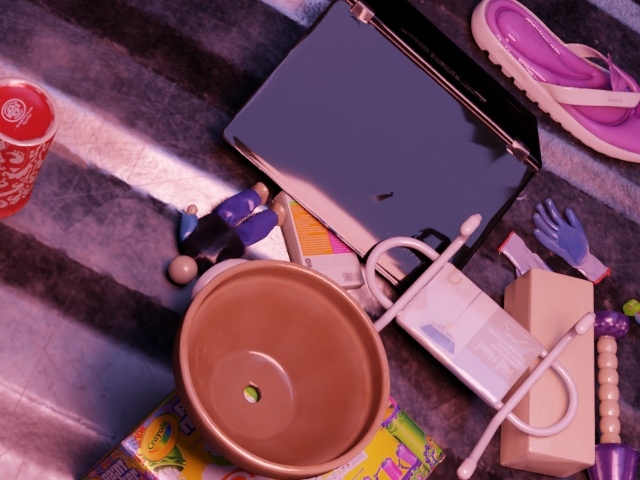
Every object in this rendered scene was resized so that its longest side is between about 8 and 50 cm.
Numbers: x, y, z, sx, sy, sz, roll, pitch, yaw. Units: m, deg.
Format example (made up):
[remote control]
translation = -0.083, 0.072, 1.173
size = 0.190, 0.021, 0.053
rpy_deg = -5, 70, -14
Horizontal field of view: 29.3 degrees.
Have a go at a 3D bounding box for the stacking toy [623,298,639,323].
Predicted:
[stacking toy]
translation = 0.582, 0.143, 1.919
size = 0.221, 0.052, 0.167
rpy_deg = 49, 51, 4

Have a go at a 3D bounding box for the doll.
[doll]
translation = -0.124, 0.000, 1.598
size = 0.129, 0.046, 0.189
rpy_deg = 50, 53, 3

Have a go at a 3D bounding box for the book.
[book]
translation = 0.000, 0.000, 1.676
size = 0.096, 0.035, 0.144
rpy_deg = -4, 68, -34

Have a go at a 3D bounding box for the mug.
[mug]
translation = -0.377, -0.128, 1.445
size = 0.113, 0.169, 0.150
rpy_deg = 4, 64, -27

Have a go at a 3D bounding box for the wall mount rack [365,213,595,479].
[wall mount rack]
translation = 0.179, 0.138, 1.574
size = 0.350, 0.130, 0.304
rpy_deg = 42, 66, 8

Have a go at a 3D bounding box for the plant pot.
[plant pot]
translation = -0.055, 0.147, 1.303
size = 0.237, 0.110, 0.237
rpy_deg = 12, 61, -23

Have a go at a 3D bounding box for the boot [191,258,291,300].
[boot]
translation = -0.069, 0.068, 1.539
size = 0.086, 0.069, 0.190
rpy_deg = 33, 26, 33

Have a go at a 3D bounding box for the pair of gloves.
[pair of gloves]
translation = 0.356, 0.030, 1.864
size = 0.159, 0.023, 0.198
rpy_deg = 49, 52, 1

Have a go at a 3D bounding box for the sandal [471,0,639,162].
[sandal]
translation = 0.430, -0.266, 2.005
size = 0.416, 0.102, 0.169
rpy_deg = 31, 55, -12

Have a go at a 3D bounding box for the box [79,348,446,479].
[box]
translation = -0.066, 0.263, 1.414
size = 0.279, 0.177, 0.290
rpy_deg = 47, 53, 0

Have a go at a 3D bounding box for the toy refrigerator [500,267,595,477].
[toy refrigerator]
translation = 0.316, 0.186, 1.714
size = 0.102, 0.094, 0.269
rpy_deg = 13, 63, -16

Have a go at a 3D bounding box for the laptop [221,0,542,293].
[laptop]
translation = 0.109, -0.171, 1.808
size = 0.382, 0.236, 0.408
rpy_deg = 41, 21, -8

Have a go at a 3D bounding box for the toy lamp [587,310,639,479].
[toy lamp]
translation = 0.417, 0.238, 1.758
size = 0.080, 0.080, 0.274
rpy_deg = 19, 59, -20
